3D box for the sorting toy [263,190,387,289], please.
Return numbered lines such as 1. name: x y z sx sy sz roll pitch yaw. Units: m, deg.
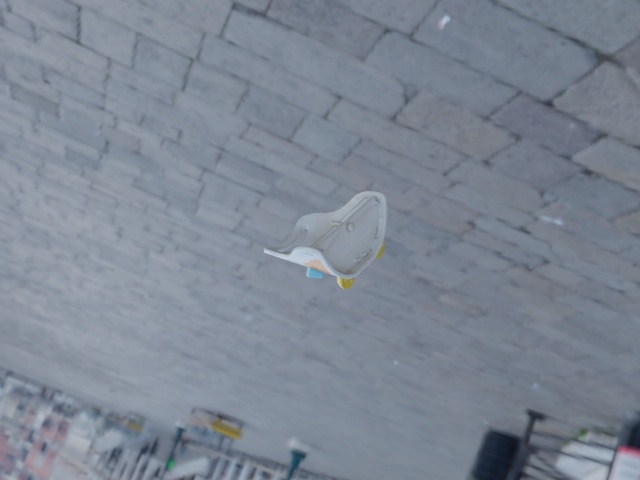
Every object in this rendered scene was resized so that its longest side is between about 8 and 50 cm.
1. sorting toy: 0.000 0.000 0.740 0.075 0.083 0.044 8 126 38
